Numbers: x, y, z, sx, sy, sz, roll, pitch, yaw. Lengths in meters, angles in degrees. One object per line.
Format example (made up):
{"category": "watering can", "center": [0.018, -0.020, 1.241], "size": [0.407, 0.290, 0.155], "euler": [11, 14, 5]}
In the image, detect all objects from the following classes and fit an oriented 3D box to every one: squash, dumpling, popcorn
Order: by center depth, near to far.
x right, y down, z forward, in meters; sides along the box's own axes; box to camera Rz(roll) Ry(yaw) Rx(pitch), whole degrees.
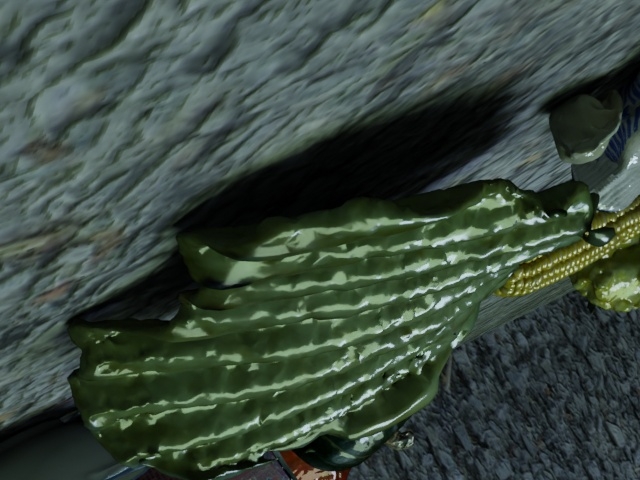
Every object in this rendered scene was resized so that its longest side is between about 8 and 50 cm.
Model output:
{"category": "dumpling", "center": [0.205, -0.086, 1.065], "size": [0.057, 0.052, 0.076], "euler": [-17, 171, 11]}
{"category": "squash", "center": [0.037, 0.191, 1.738], "size": [0.218, 0.172, 0.218], "euler": [-20, -179, 0]}
{"category": "popcorn", "center": [0.477, 0.044, 2.244], "size": [0.173, 0.173, 0.142], "euler": [-21, 158, -33]}

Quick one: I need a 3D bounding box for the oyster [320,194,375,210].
{"category": "oyster", "center": [0.001, 0.001, 1.039], "size": [0.086, 0.029, 0.132], "euler": [-24, 171, -19]}

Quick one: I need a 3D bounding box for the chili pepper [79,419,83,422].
{"category": "chili pepper", "center": [-0.257, 0.207, 1.448], "size": [0.178, 0.027, 0.045], "euler": [-35, 164, 37]}

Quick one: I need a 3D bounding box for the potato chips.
{"category": "potato chips", "center": [0.029, 0.048, 1.004], "size": [0.389, 0.097, 0.373], "euler": [-6, 152, -38]}

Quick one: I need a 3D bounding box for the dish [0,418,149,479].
{"category": "dish", "center": [-0.266, 0.225, 1.339], "size": [0.236, 0.086, 0.228], "euler": [-30, 172, 14]}

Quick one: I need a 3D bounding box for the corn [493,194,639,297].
{"category": "corn", "center": [0.273, -0.010, 1.562], "size": [0.244, 0.093, 0.093], "euler": [-22, 169, -29]}

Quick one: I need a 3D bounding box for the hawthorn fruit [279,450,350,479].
{"category": "hawthorn fruit", "center": [-0.031, 0.299, 1.929], "size": [0.207, 0.243, 0.207], "euler": [-28, 169, -6]}

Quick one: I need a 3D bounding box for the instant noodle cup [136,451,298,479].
{"category": "instant noodle cup", "center": [-0.158, 0.299, 1.665], "size": [0.231, 0.243, 0.243], "euler": [-34, 171, -5]}

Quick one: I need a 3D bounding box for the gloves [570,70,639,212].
{"category": "gloves", "center": [0.274, -0.095, 1.090], "size": [0.119, 0.097, 0.229], "euler": [-27, 177, -33]}
